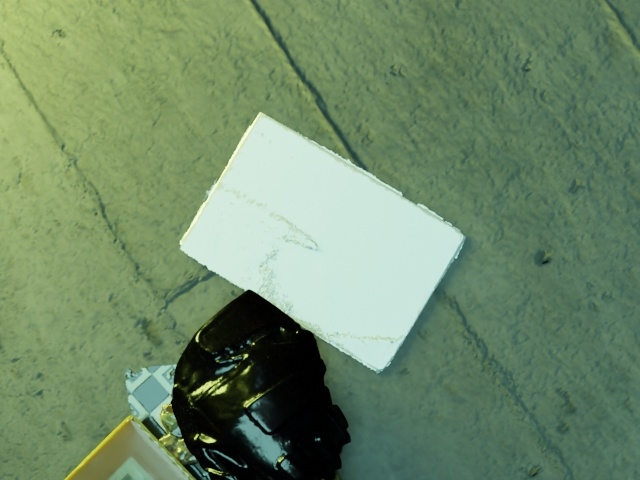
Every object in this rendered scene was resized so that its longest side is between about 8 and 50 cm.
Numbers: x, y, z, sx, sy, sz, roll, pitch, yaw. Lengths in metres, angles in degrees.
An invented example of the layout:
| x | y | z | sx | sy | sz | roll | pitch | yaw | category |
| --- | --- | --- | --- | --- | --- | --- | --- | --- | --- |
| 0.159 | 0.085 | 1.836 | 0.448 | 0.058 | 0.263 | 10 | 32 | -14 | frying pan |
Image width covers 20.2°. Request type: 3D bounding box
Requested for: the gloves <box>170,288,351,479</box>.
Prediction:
| x | y | z | sx | sy | sz | roll | pitch | yaw | category |
| --- | --- | --- | --- | --- | --- | --- | --- | --- | --- |
| -0.037 | 0.165 | 1.599 | 0.203 | 0.124 | 0.164 | 41 | 78 | 17 | gloves |

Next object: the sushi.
| x | y | z | sx | sy | sz | roll | pitch | yaw | category |
| --- | --- | --- | --- | --- | --- | --- | --- | --- | --- |
| -0.117 | 0.173 | 1.655 | 0.120 | 0.026 | 0.126 | -8 | 85 | 5 | sushi |

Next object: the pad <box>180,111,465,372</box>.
| x | y | z | sx | sy | sz | roll | pitch | yaw | category |
| --- | --- | --- | --- | --- | --- | --- | --- | --- | --- |
| 0.000 | 0.000 | 1.669 | 0.232 | 0.004 | 0.156 | 32 | 90 | 6 | pad |

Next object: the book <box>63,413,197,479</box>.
| x | y | z | sx | sy | sz | roll | pitch | yaw | category |
| --- | --- | --- | --- | --- | --- | --- | --- | --- | --- |
| -0.211 | 0.379 | 1.637 | 0.374 | 0.028 | 0.262 | -45 | 85 | 5 | book |
